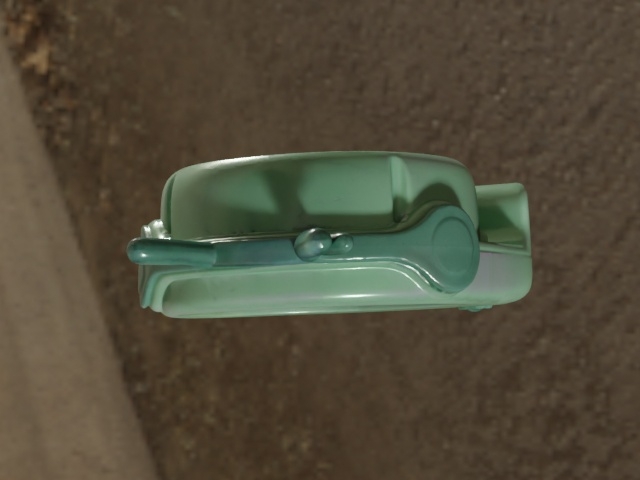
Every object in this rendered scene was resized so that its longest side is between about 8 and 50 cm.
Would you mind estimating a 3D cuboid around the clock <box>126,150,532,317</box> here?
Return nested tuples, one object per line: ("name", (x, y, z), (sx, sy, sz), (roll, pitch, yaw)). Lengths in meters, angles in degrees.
("clock", (0.000, 0.000, 0.681), (0.159, 0.211, 0.066), (-4, 86, 18))
